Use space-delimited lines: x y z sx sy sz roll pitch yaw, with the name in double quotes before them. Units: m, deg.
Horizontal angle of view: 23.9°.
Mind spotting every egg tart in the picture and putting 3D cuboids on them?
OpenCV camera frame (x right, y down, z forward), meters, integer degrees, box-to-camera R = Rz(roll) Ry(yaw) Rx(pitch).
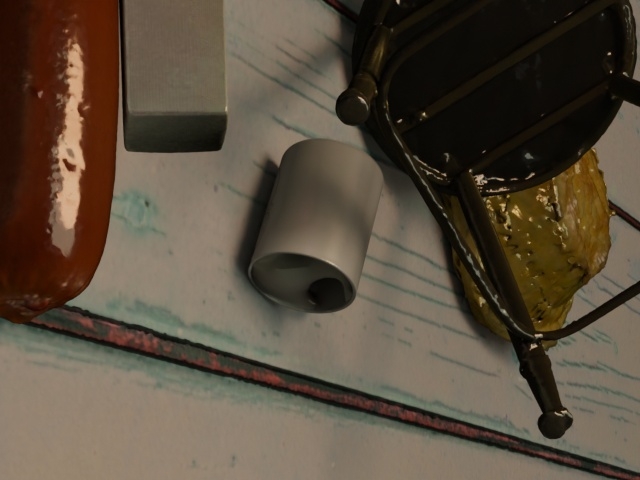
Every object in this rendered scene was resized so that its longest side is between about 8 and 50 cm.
"egg tart" 0.258 -0.040 1.802 0.341 0.132 0.341 19 67 -57

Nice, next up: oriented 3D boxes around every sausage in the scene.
"sausage" -0.189 -0.115 1.049 0.097 0.094 0.348 31 58 -61

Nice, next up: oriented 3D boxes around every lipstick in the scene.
"lipstick" -0.116 -0.250 1.149 0.076 0.080 0.371 113 -26 -69

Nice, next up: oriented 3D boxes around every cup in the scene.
"cup" -0.009 -0.005 1.374 0.099 0.136 0.133 21 58 -11

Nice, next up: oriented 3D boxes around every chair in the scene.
"chair" 0.214 -0.127 1.393 0.362 0.364 0.410 56 1 -21
